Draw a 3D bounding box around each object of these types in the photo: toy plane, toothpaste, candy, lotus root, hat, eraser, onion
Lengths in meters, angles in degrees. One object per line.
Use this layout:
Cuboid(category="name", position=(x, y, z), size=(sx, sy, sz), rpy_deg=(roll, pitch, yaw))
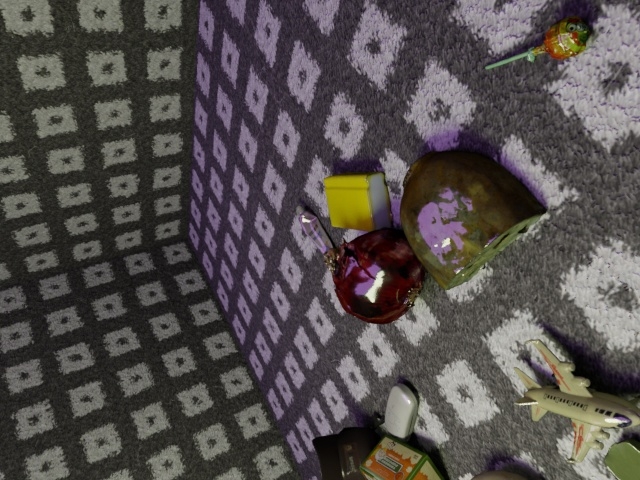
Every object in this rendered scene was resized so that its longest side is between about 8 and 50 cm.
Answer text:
Cuboid(category="toy plane", position=(0.468, 0.299, 0.818), size=(0.256, 0.104, 0.242), rpy_deg=(-26, 80, 61))
Cuboid(category="toothpaste", position=(0.000, 0.000, 1.524), size=(0.301, 0.048, 0.075), rpy_deg=(57, 143, 22))
Cuboid(category="candy", position=(0.353, -0.319, 0.752), size=(0.201, 0.060, 0.061), rpy_deg=(-168, 65, -67))
Cuboid(category="lotus root", position=(0.266, -0.066, 0.932), size=(0.260, 0.149, 0.267), rpy_deg=(59, 145, 22))
Cuboid(category="hat", position=(0.141, 0.713, 1.471), size=(0.208, 0.336, 0.238), rpy_deg=(-32, 54, 22))
Cuboid(category="eraser", position=(0.102, -0.112, 1.261), size=(0.226, 0.069, 0.158), rpy_deg=(12, 114, 57))
Cuboid(category="onion", position=(0.153, 0.085, 1.132), size=(0.280, 0.221, 0.281), rpy_deg=(27, 135, 30))

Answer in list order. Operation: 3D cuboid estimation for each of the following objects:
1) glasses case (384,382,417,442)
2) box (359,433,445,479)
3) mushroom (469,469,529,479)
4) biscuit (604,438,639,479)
Cuboid(category="glasses case", position=(0.246, 0.535, 1.368), size=(0.092, 0.059, 0.234), rpy_deg=(39, 139, 40))
Cuboid(category="box", position=(0.252, 0.715, 1.320), size=(0.178, 0.148, 0.194), rpy_deg=(56, 155, -15))
Cuboid(category="mushroom", position=(0.417, 0.641, 0.996), size=(0.226, 0.178, 0.227), rpy_deg=(11, 105, 43))
Cuboid(category="biscuit", position=(0.620, 0.468, 0.716), size=(0.322, 0.038, 0.099), rpy_deg=(47, 139, 39))
